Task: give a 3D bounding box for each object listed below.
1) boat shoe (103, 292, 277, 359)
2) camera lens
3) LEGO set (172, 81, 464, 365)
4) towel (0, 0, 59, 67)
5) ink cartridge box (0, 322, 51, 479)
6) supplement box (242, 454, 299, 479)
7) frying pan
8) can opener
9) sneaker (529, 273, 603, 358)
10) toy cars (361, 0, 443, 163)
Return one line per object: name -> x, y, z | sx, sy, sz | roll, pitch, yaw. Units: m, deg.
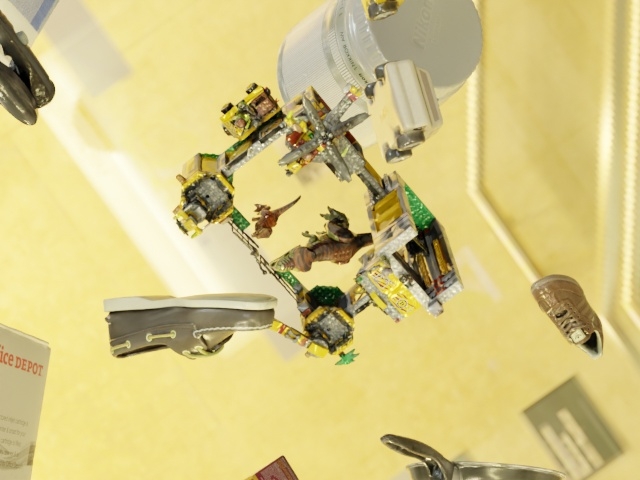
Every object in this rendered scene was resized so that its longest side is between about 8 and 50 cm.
boat shoe -> -0.135, 0.090, 1.549 | 0.081, 0.227, 0.069 | 0, -92, -51
camera lens -> 0.080, -0.267, 2.169 | 0.219, 0.219, 0.274 | 55, 147, -5
LEGO set -> 0.000, 0.000, 1.611 | 0.331, 0.255, 0.192 | 57, -170, -22
towel -> -0.376, -0.195, 1.495 | 0.034, 0.285, 0.209 | 15, 159, 32
ink cartridge box -> -0.410, 0.243, 1.615 | 0.223, 0.129, 0.308 | 48, -132, -73
supplement box -> -0.073, 0.309, 1.856 | 0.043, 0.055, 0.083 | 57, -150, 6
frying pan -> 0.189, 0.278, 1.757 | 0.326, 0.197, 0.053 | 53, -141, -72
can opener -> -0.304, -0.190, 1.345 | 0.186, 0.059, 0.073 | 58, 168, -22
sneaker -> 0.376, 0.113, 2.200 | 0.188, 0.066, 0.071 | 36, -152, -46
toy cars -> 0.098, -0.234, 1.686 | 0.176, 0.087, 0.394 | -113, 10, -47
